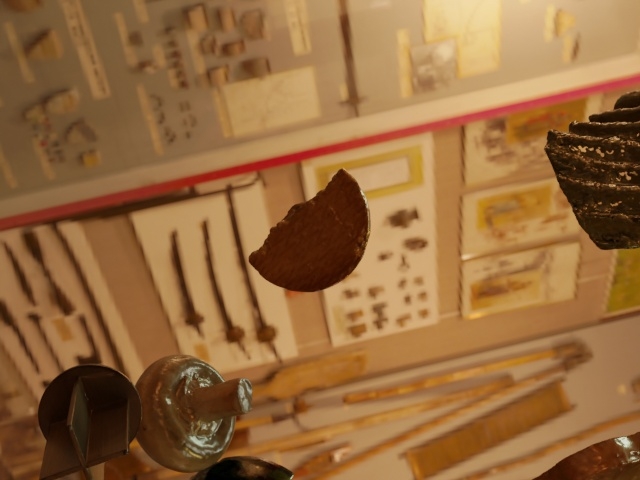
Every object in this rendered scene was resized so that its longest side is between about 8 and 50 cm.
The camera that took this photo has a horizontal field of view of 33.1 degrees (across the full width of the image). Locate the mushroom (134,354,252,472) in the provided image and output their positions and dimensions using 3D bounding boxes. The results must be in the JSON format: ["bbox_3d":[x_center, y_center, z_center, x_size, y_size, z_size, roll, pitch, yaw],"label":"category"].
[{"bbox_3d":[-0.211,0.289,1.849,0.207,0.215,0.207,33,47,-44],"label":"mushroom"}]

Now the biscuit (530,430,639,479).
[{"bbox_3d":[0.380,0.395,1.639,0.385,0.365,0.062,9,48,-53],"label":"biscuit"}]

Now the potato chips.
[{"bbox_3d":[0.515,-0.155,1.517,0.097,0.389,0.373,56,23,-31],"label":"potato chips"}]

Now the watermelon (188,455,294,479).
[{"bbox_3d":[-0.135,0.448,1.871,0.137,0.145,0.193,19,28,-47],"label":"watermelon"}]

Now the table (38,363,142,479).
[{"bbox_3d":[-0.356,0.302,1.643,0.227,0.167,0.167,-130,-153,-75],"label":"table"}]

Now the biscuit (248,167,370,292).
[{"bbox_3d":[0.000,0.000,1.718,0.144,0.224,0.033,46,17,5],"label":"biscuit"}]
